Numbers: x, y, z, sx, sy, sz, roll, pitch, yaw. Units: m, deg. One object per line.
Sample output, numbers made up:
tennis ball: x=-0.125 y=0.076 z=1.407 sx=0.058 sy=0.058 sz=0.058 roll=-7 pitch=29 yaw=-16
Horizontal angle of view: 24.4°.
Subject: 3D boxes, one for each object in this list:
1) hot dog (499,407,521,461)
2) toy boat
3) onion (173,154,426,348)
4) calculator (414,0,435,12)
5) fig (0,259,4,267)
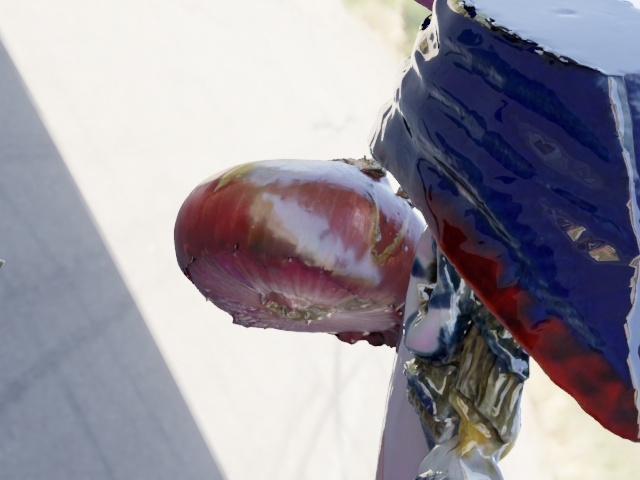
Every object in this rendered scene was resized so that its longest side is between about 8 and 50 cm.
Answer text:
hot dog: x=0.098 y=0.089 z=0.974 sx=0.090 sy=0.060 sz=0.140 roll=-127 pitch=-162 yaw=-55
toy boat: x=0.045 y=0.046 z=0.488 sx=0.318 sy=0.072 sz=0.219 roll=105 pitch=-17 yaw=-46
onion: x=-0.005 y=0.010 z=1.303 sx=0.248 sy=0.248 sz=0.161 roll=56 pitch=37 yaw=-43
calculator: x=0.072 y=-0.208 z=0.754 sx=0.127 sy=0.190 sz=0.034 roll=31 pitch=-24 yaw=-24
fig: x=-0.282 y=0.001 z=0.514 sx=0.314 sy=0.233 sz=0.233 roll=37 pitch=16 yaw=-19
